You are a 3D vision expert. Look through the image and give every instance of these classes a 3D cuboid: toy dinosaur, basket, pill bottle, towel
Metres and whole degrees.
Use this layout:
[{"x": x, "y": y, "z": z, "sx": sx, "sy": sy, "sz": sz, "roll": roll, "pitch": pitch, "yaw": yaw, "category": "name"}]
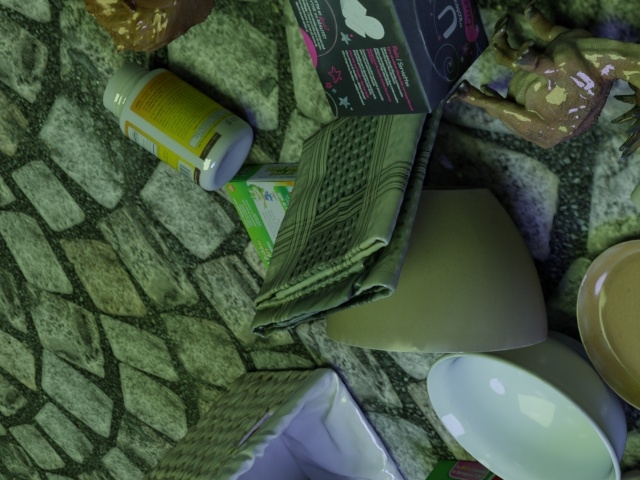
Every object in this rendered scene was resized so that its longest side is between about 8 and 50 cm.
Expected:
[{"x": 0.274, "y": -0.159, "z": 1.362, "sx": 0.200, "sy": 0.127, "sz": 0.295, "roll": 35, "pitch": 155, "yaw": -12, "category": "toy dinosaur"}, {"x": -0.076, "y": 0.433, "z": 2.112, "sx": 0.266, "sy": 0.328, "sz": 0.331, "roll": -4, "pitch": 123, "yaw": 49, "category": "basket"}, {"x": -0.213, "y": -0.174, "z": 1.814, "sx": 0.215, "sy": 0.117, "sz": 0.117, "roll": 34, "pitch": 143, "yaw": 13, "category": "pill bottle"}, {"x": 0.025, "y": -0.047, "z": 1.552, "sx": 0.056, "sy": 0.324, "sz": 0.312, "roll": 29, "pitch": 151, "yaw": -26, "category": "towel"}]

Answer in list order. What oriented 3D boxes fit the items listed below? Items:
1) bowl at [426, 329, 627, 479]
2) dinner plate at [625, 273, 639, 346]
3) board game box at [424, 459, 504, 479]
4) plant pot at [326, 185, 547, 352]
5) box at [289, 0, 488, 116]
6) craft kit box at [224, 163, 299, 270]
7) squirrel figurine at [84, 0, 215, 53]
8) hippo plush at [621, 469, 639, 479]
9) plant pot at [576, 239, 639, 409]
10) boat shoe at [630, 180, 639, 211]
[{"x": 0.302, "y": 0.216, "z": 1.677, "sx": 0.298, "sy": 0.134, "sz": 0.298, "roll": 29, "pitch": 149, "yaw": 20, "category": "bowl"}, {"x": 0.440, "y": 0.095, "z": 1.512, "sx": 0.141, "sy": 0.017, "sz": 0.141, "roll": 21, "pitch": 122, "yaw": 38, "category": "dinner plate"}, {"x": 0.344, "y": 0.466, "z": 1.957, "sx": 0.316, "sy": 0.064, "sz": 0.242, "roll": -6, "pitch": 121, "yaw": 47, "category": "board game box"}, {"x": 0.150, "y": 0.027, "z": 1.575, "sx": 0.284, "sy": 0.284, "sz": 0.191, "roll": 5, "pitch": 97, "yaw": 41, "category": "plant pot"}, {"x": 0.070, "y": -0.285, "z": 1.390, "sx": 0.142, "sy": 0.163, "sz": 0.247, "roll": 4, "pitch": 128, "yaw": 38, "category": "box"}, {"x": 0.000, "y": 0.000, "z": 1.837, "sx": 0.246, "sy": 0.061, "sz": 0.250, "roll": 0, "pitch": 126, "yaw": 41, "category": "craft kit box"}, {"x": -0.267, "y": -0.441, "z": 1.481, "sx": 0.370, "sy": 0.281, "sz": 0.397, "roll": 38, "pitch": 142, "yaw": 20, "category": "squirrel figurine"}, {"x": 0.468, "y": 0.472, "z": 1.696, "sx": 0.234, "sy": 0.236, "sz": 0.294, "roll": 15, "pitch": 135, "yaw": 34, "category": "hippo plush"}, {"x": 0.422, "y": 0.107, "z": 1.501, "sx": 0.236, "sy": 0.032, "sz": 0.236, "roll": 21, "pitch": 121, "yaw": 39, "category": "plant pot"}, {"x": 0.456, "y": 0.021, "z": 1.367, "sx": 0.267, "sy": 0.096, "sz": 0.088, "roll": 44, "pitch": 134, "yaw": 3, "category": "boat shoe"}]
